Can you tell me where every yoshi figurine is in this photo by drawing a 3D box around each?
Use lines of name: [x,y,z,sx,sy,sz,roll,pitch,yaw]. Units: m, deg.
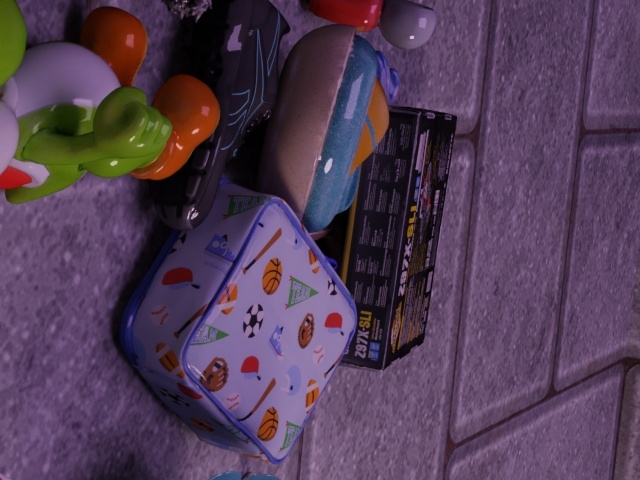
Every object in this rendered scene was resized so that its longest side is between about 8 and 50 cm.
yoshi figurine: [-0.230,-0.136,1.166,0.362,0.203,0.203,-14,94,-58]

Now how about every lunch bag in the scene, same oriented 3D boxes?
lunch bag: [-0.075,0.088,1.572,0.243,0.115,0.303,-63,148,-21]

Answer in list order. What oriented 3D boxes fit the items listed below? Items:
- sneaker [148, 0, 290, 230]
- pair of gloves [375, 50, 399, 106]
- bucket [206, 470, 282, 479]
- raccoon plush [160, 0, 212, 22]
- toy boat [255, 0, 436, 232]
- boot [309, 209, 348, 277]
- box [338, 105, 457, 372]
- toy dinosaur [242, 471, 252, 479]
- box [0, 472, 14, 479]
sneaker: [-0.093,-0.132,1.481,0.106,0.101,0.267,23,77,-43]
pair of gloves: [0.058,-0.147,1.878,0.198,0.023,0.159,-50,140,-44]
bucket: [-0.096,0.385,1.450,0.281,0.183,0.281,29,43,-30]
raccoon plush: [-0.209,-0.379,1.208,0.446,0.216,0.299,21,94,-33]
toy boat: [0.033,-0.170,1.633,0.267,0.148,0.318,106,0,-55]
boot: [0.000,0.000,1.793,0.114,0.037,0.106,-9,95,-64]
box: [0.097,-0.010,1.871,0.257,0.079,0.322,-14,113,-72]
toy dinosaur: [-0.053,0.308,1.722,0.183,0.092,0.053,9,89,-63]
box: [-0.305,0.240,1.156,0.186,0.038,0.145,53,52,-57]
